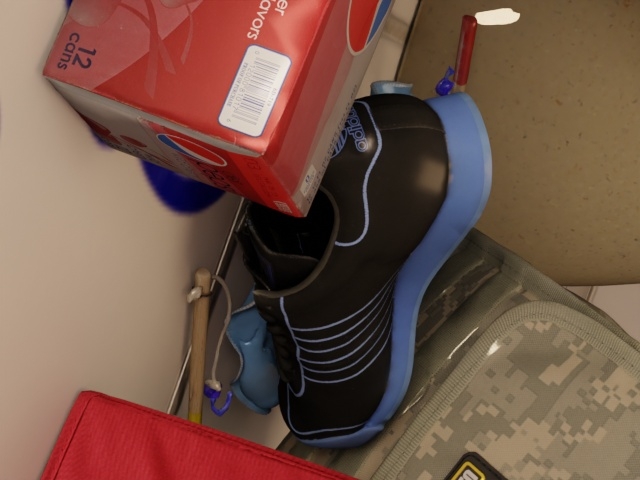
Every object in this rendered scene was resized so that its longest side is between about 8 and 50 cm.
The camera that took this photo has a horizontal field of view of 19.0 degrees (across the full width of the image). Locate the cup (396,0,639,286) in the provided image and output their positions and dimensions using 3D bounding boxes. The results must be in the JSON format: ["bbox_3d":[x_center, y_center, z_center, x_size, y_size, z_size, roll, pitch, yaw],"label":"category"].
[{"bbox_3d":[0.204,-0.104,1.229,0.331,0.237,0.331,20,90,-77],"label":"cup"}]

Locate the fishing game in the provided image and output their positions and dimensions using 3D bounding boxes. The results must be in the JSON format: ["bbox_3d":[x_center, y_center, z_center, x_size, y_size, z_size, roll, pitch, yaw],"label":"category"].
[{"bbox_3d":[0.000,0.000,0.990,0.264,0.041,0.189,-48,155,-37],"label":"fishing game"}]

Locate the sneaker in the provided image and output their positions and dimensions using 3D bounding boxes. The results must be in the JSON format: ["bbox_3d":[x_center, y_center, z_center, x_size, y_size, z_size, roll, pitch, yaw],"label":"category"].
[{"bbox_3d":[0.000,0.018,0.873,0.232,0.090,0.081,109,-31,-45],"label":"sneaker"}]

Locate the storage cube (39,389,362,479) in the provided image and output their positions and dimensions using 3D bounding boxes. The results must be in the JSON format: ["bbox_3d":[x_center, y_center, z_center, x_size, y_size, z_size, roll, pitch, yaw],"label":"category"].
[{"bbox_3d":[-0.014,0.194,0.770,0.215,0.193,0.183,44,65,-56],"label":"storage cube"}]

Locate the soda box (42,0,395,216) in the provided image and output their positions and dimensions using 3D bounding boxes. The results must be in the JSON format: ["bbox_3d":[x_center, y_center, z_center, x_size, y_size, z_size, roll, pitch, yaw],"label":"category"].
[{"bbox_3d":[0.001,-0.148,0.664,0.092,0.083,0.263,54,58,-75],"label":"soda box"}]

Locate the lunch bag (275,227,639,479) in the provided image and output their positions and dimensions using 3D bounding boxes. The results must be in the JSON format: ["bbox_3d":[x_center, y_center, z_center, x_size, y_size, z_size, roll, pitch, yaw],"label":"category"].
[{"bbox_3d":[0.090,0.142,0.964,0.235,0.169,0.287,-54,-159,3],"label":"lunch bag"}]
